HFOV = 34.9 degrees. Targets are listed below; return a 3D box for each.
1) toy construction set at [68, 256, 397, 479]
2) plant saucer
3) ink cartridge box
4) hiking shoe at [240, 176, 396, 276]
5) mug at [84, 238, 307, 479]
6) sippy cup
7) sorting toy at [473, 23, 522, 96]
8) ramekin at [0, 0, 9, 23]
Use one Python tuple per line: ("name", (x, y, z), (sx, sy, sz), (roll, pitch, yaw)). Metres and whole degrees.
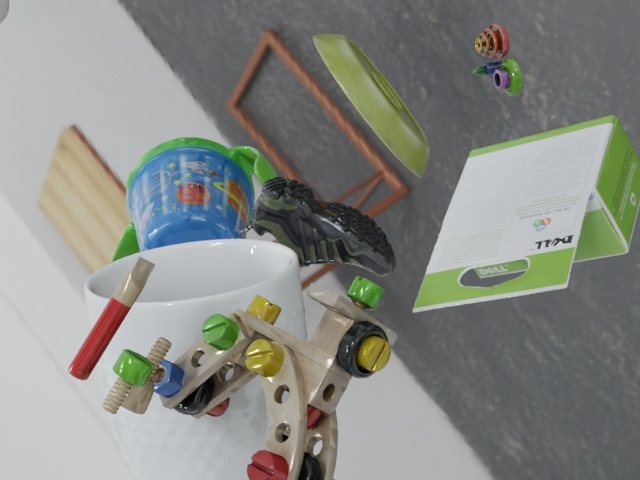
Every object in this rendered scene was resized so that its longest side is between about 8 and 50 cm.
("toy construction set", (-0.069, 0.108, 1.070), (0.309, 0.237, 0.257), (30, 180, -22))
("plant saucer", (0.078, -0.192, 1.381), (0.037, 0.241, 0.241), (-38, 88, 13))
("ink cartridge box", (0.228, -0.002, 1.101), (0.188, 0.255, 0.097), (-12, 129, 39))
("hiking shoe", (0.000, 0.000, 1.493), (0.227, 0.086, 0.114), (30, 120, -3))
("mug", (-0.182, 0.186, 1.376), (0.374, 0.276, 0.328), (9, 111, 45))
("sippy cup", (-0.224, -0.027, 1.767), (0.240, 0.224, 0.305), (13, 120, -15))
("sorting toy", (0.229, -0.234, 1.348), (0.061, 0.042, 0.102), (126, 130, -72))
("ramekin", (-0.515, -0.319, 1.237), (0.277, 0.277, 0.135), (19, 128, 36))
